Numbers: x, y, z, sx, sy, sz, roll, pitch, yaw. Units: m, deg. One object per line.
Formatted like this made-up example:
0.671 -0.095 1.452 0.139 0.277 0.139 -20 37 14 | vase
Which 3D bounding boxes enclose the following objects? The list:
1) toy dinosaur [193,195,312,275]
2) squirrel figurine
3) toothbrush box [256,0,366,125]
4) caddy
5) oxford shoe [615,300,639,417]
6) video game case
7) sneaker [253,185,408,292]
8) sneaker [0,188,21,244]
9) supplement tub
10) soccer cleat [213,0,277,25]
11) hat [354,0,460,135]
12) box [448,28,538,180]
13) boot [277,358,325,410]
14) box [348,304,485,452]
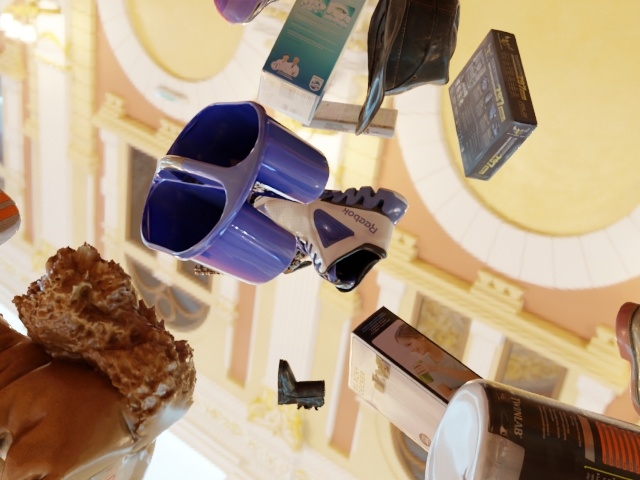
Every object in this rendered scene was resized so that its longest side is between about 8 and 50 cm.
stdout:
-0.122 0.019 1.961 0.322 0.218 0.164 -34 -134 -9 | toy dinosaur
-0.396 0.190 1.264 0.370 0.397 0.281 41 -179 21 | squirrel figurine
-0.006 -0.402 1.717 0.126 0.296 0.216 24 170 -3 | toothbrush box
-0.146 -0.076 1.265 0.179 0.241 0.341 29 172 -29 | caddy
0.717 0.282 1.815 0.130 0.348 0.123 2 -140 46 | oxford shoe
0.073 -0.282 2.022 0.206 0.026 0.227 8 -160 5 | video game case
0.001 0.000 1.648 0.315 0.127 0.182 -2 -117 29 | sneaker
-0.471 0.052 0.945 0.124 0.180 0.321 46 -151 8 | sneaker
0.325 0.321 1.148 0.337 0.207 0.207 18 -153 -9 | supplement tub
-0.083 -0.411 1.393 0.095 0.083 0.248 -24 -168 37 | soccer cleat
0.149 -0.309 1.367 0.133 0.331 0.331 10 -152 -4 | hat
0.327 -0.260 1.692 0.059 0.183 0.233 7 -124 -19 | box
-0.039 0.295 1.797 0.099 0.121 0.045 2 -152 3 | boot
0.180 0.261 1.481 0.087 0.169 0.290 -35 -124 -30 | box
